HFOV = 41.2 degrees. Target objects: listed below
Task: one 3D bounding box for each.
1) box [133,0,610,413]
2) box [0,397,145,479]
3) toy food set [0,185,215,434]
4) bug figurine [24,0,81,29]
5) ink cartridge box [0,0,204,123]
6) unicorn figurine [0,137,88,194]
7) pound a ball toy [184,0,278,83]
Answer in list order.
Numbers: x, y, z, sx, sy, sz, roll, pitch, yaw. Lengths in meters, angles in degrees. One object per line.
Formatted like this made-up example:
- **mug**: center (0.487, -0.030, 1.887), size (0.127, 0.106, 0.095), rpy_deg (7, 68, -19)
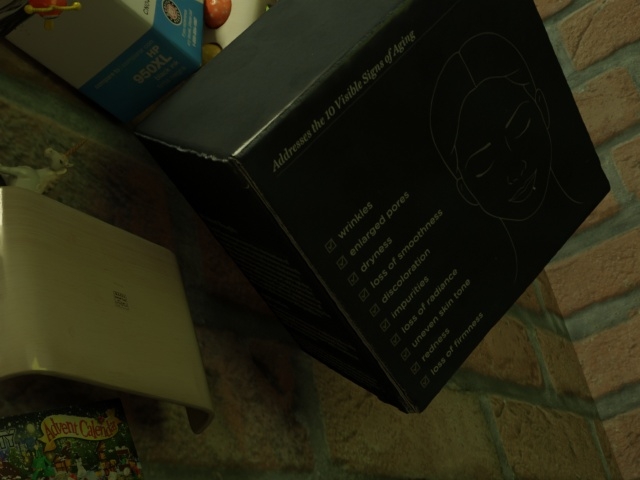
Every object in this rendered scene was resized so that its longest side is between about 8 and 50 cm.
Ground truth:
- **box**: center (0.095, -0.112, 1.196), size (0.480, 0.297, 0.472), rpy_deg (-45, 125, -17)
- **box**: center (-0.270, 0.249, 0.831), size (0.233, 0.044, 0.159), rpy_deg (3, 62, -59)
- **toy food set**: center (-0.251, 0.089, 0.937), size (0.306, 0.092, 0.219), rpy_deg (28, 36, -50)
- **bug figurine**: center (-0.397, -0.316, 0.906), size (0.279, 0.072, 0.216), rpy_deg (-19, 120, -28)
- **ink cartridge box**: center (-0.351, -0.395, 1.152), size (0.395, 0.166, 0.285), rpy_deg (36, 36, -39)
- **unicorn figurine**: center (-0.345, -0.060, 0.981), size (0.111, 0.060, 0.162), rpy_deg (25, 64, -45)
- **pound a ball toy**: center (-0.106, -0.282, 1.281), size (0.136, 0.208, 0.319), rpy_deg (12, 85, -54)
